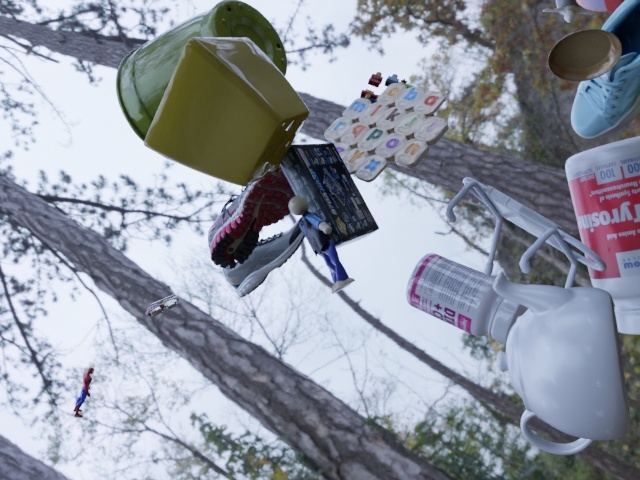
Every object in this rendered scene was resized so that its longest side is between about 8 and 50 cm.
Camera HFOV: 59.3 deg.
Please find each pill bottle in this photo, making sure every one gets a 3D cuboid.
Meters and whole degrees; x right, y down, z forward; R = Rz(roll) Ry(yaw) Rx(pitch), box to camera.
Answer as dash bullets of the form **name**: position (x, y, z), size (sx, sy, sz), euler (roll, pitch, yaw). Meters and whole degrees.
- **pill bottle**: position (0.382, 0.152, 1.468), size (0.160, 0.283, 0.160), euler (-32, -46, -41)
- **pill bottle**: position (0.700, -0.011, 1.236), size (0.229, 0.229, 0.407), euler (-6, -97, -55)

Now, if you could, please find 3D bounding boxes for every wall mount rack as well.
- **wall mount rack**: position (0.409, 0.021, 1.163), size (0.130, 0.350, 0.304), euler (-49, -44, 3)

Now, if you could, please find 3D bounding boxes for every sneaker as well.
- **sneaker**: position (0.517, -0.316, 0.984), size (0.150, 0.135, 0.366), euler (-16, -32, -19)
- **sneaker**: position (-0.138, 0.028, 1.442), size (0.271, 0.108, 0.100), euler (-41, 6, 8)
- **sneaker**: position (-0.160, -0.078, 1.271), size (0.299, 0.112, 0.121), euler (-45, -48, 15)

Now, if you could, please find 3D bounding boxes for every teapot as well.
- **teapot**: position (0.385, 0.202, 0.910), size (0.252, 0.187, 0.256), euler (39, -132, -52)

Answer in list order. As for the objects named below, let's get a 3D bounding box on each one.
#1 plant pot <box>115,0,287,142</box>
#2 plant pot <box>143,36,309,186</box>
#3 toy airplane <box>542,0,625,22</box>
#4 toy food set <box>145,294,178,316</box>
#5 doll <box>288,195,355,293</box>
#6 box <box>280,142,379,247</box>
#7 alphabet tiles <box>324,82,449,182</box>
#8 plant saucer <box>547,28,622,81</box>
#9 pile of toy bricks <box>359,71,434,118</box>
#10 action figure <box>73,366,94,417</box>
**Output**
- **plant pot**: position (-0.284, -0.433, 1.484), size (0.366, 0.353, 0.366), euler (22, -122, -40)
- **plant pot**: position (-0.149, -0.218, 1.010), size (0.212, 0.187, 0.212), euler (-56, -7, 27)
- **toy airplane**: position (0.573, -0.704, 1.334), size (0.386, 0.272, 0.384), euler (53, -156, -11)
- **toy food set**: position (-0.348, 0.149, 1.234), size (0.078, 0.122, 0.019), euler (-22, -81, -9)
- **doll**: position (0.000, 0.000, 1.016), size (0.046, 0.189, 0.129), euler (-26, -9, -15)
- **box**: position (0.019, -0.095, 1.159), size (0.175, 0.051, 0.220), euler (-20, -100, -59)
- **alphabet tiles**: position (0.142, -0.248, 1.278), size (0.278, 0.284, 0.021), euler (-49, -44, -13)
- **plant saucer**: position (0.327, -0.233, 0.697), size (0.083, 0.083, 0.015), euler (56, -142, -52)
- **pile of toy bricks**: position (0.228, -0.412, 1.574), size (0.118, 0.212, 0.105), euler (102, -166, -52)
- **action figure**: position (-0.524, 0.335, 1.252), size (0.030, 0.038, 0.115), euler (11, -78, -26)
